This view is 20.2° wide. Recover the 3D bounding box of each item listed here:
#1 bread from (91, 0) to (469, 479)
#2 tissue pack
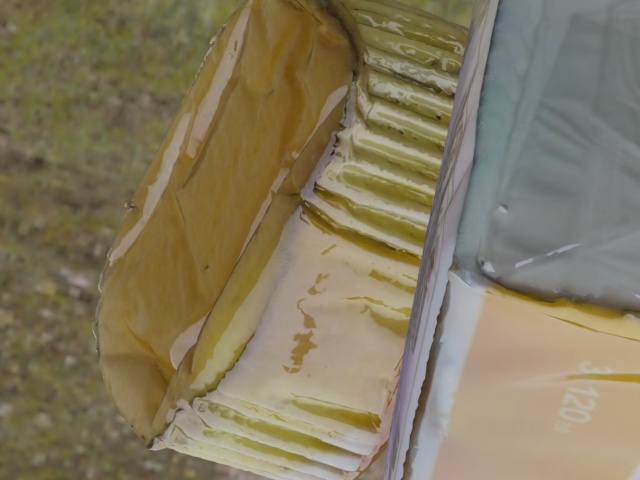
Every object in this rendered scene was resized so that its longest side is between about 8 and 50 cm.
[{"bbox_3d":[0.000,0.000,1.024,0.156,0.204,0.288,16,107,-30],"label":"bread"},{"bbox_3d":[0.088,0.014,0.486,0.124,0.185,0.225,11,144,2],"label":"tissue pack"}]
